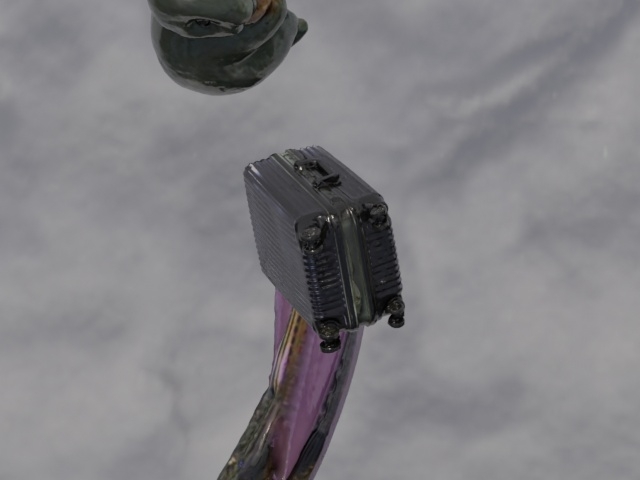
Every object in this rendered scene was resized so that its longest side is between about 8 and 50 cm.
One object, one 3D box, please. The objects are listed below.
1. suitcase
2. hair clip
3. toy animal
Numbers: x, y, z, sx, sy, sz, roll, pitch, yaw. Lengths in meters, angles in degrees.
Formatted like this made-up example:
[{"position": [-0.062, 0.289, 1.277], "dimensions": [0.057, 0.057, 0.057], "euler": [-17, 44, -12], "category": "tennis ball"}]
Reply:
[{"position": [0.000, 0.000, 0.947], "dimensions": [0.059, 0.126, 0.086], "euler": [-17, 116, -16], "category": "suitcase"}, {"position": [-0.023, 0.116, 1.468], "dimensions": [0.096, 0.110, 0.358], "euler": [18, 93, -5], "category": "hair clip"}, {"position": [-0.088, -0.179, 1.249], "dimensions": [0.108, 0.236, 0.138], "euler": [42, 98, 11], "category": "toy animal"}]
